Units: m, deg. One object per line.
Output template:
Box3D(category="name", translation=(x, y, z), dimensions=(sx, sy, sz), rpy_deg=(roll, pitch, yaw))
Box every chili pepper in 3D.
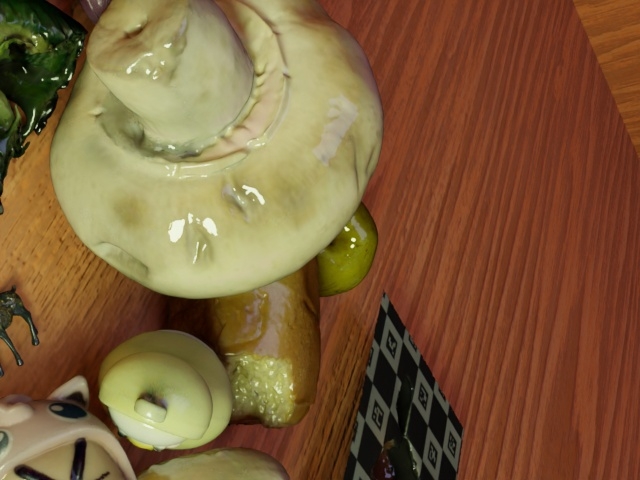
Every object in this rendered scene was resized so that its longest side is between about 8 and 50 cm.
Box3D(category="chili pepper", translation=(-0.317, -0.136, 1.146), dimensions=(0.148, 0.116, 0.265), rpy_deg=(49, 38, -23))

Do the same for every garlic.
Box3D(category="garlic", translation=(-0.106, 0.283, 1.264), dimensions=(0.245, 0.164, 0.146), rpy_deg=(27, 72, -63))

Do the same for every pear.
Box3D(category="pear", translation=(0.000, 0.000, 1.593), dimensions=(0.148, 0.162, 0.149), rpy_deg=(0, 92, -18))

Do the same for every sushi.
Box3D(category="sushi", translation=(0.100, 0.317, 1.736), dimensions=(0.343, 0.064, 0.359), rpy_deg=(58, 33, -38))

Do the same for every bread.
Box3D(category="bread", translation=(-0.081, 0.050, 1.428), dimensions=(0.195, 0.148, 0.344), rpy_deg=(17, 66, -57))

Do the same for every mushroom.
Box3D(category="mushroom", translation=(-0.129, -0.132, 1.246), dimensions=(0.353, 0.353, 0.325), rpy_deg=(54, -4, -36))

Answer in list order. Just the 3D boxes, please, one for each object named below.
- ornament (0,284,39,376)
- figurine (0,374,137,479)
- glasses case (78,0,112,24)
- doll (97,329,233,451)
Box3D(category="ornament", translation=(-0.311, 0.061, 1.149), dimensions=(0.125, 0.028, 0.073), rpy_deg=(63, 33, -28))
Box3D(category="figurine", translation=(-0.225, 0.272, 1.083), dimensions=(0.176, 0.186, 0.288), rpy_deg=(-15, 108, -41))
Box3D(category="glasses case", translation=(-0.187, -0.315, 1.451), dimensions=(0.316, 0.075, 0.123), rpy_deg=(-20, 98, -60))
Box3D(category="doll", translation=(-0.157, 0.155, 1.176), dimensions=(0.117, 0.141, 0.296), rpy_deg=(-62, 180, 2))
